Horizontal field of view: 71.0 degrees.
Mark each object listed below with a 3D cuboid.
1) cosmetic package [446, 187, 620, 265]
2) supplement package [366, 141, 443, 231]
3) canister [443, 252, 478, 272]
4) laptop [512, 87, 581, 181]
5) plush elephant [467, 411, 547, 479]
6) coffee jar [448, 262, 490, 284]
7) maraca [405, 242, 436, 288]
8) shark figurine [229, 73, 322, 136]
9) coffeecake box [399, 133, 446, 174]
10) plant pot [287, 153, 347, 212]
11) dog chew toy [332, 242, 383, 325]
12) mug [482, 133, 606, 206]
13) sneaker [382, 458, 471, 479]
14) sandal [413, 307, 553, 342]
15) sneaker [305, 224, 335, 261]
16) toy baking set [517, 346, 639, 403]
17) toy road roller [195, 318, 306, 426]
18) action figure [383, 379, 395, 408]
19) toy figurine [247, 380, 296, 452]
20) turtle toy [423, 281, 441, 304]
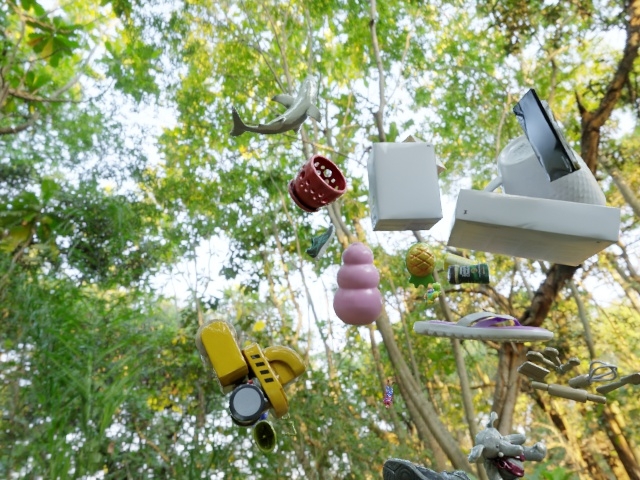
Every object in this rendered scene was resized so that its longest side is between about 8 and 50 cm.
[{"bbox_3d":[0.554,-0.030,1.235,0.378,0.097,0.284,9,-11,13],"label":"cosmetic package"},{"bbox_3d":[0.269,-0.173,1.474,0.204,0.261,0.145,-2,-15,-5],"label":"supplement package"},{"bbox_3d":[0.762,0.143,2.443,0.170,0.073,0.126,19,-38,30],"label":"canister"},{"bbox_3d":[0.639,-0.292,1.211,0.265,0.234,0.137,-20,-6,-31],"label":"laptop"},{"bbox_3d":[0.748,0.877,1.855,0.330,0.271,0.255,4,-46,39],"label":"plush elephant"},{"bbox_3d":[0.689,0.158,2.090,0.185,0.096,0.079,-5,-25,20],"label":"coffee jar"},{"bbox_3d":[0.405,0.102,1.819,0.128,0.185,0.099,-1,1,-1],"label":"maraca"},{"bbox_3d":[-0.103,-0.321,1.229,0.278,0.166,0.116,-30,-19,-8],"label":"shark figurine"},{"bbox_3d":[0.419,-0.341,1.836,0.068,0.142,0.186,-41,-26,26],"label":"coffeecake box"},{"bbox_3d":[-0.016,-0.211,1.758,0.191,0.191,0.174,22,-50,-35],"label":"plant pot"},{"bbox_3d":[0.152,0.173,1.835,0.207,0.331,0.206,0,0,0],"label":"dog chew toy"},{"bbox_3d":[0.745,-0.178,1.588,0.374,0.276,0.328,-36,-67,20],"label":"mug"},{"bbox_3d":[0.260,0.563,1.027,0.228,0.087,0.130,1,-17,35],"label":"sneaker"},{"bbox_3d":[0.502,0.263,1.419,0.417,0.102,0.169,-1,-14,21],"label":"sandal"},{"bbox_3d":[0.000,0.000,1.795,0.076,0.166,0.065,32,-17,-6],"label":"sneaker"},{"bbox_3d":[0.596,0.324,1.046,0.257,0.030,0.196,8,-38,30],"label":"toy baking set"},{"bbox_3d":[-0.193,0.361,1.303,0.241,0.329,0.202,-26,-20,-22],"label":"toy road roller"},{"bbox_3d":[0.273,0.616,1.793,0.038,0.115,0.030,24,-34,-10],"label":"action figure"},{"bbox_3d":[-0.249,0.739,1.991,0.191,0.362,0.217,-23,-23,-15],"label":"toy figurine"},{"bbox_3d":[0.603,0.285,2.407,0.130,0.066,0.095,-53,-23,14],"label":"turtle toy"}]
